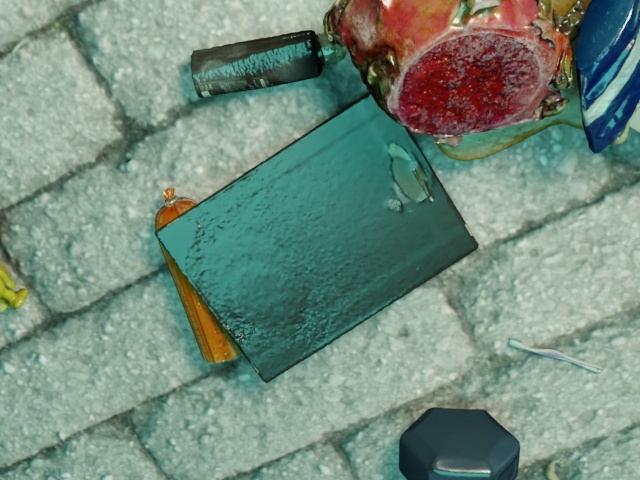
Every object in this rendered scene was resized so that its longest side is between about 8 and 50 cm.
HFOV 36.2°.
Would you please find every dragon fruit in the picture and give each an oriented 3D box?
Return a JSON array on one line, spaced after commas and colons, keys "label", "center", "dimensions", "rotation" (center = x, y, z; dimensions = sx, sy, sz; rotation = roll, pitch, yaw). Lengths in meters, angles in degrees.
[{"label": "dragon fruit", "center": [0.148, -0.194, 0.968], "dimensions": [0.282, 0.147, 0.211], "rotation": [0, 133, -9]}]

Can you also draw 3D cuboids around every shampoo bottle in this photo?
[{"label": "shampoo bottle", "center": [-0.043, -0.204, 1.118], "dimensions": [0.207, 0.057, 0.064], "rotation": [-8, 113, 10]}]

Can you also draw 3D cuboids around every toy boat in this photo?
[{"label": "toy boat", "center": [0.373, -0.199, 1.017], "dimensions": [0.291, 0.070, 0.210], "rotation": [-8, 114, -31]}]

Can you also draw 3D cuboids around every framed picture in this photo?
[{"label": "framed picture", "center": [0.000, 0.000, 1.194], "dimensions": [0.323, 0.013, 0.244], "rotation": [-33, 109, 4]}]

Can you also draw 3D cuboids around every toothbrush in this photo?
[{"label": "toothbrush", "center": [0.306, 0.150, 1.274], "dimensions": [0.131, 0.013, 0.011], "rotation": [18, 125, -4]}]

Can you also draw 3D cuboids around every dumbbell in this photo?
[{"label": "dumbbell", "center": [0.180, 0.388, 1.325], "dimensions": [0.144, 0.160, 0.325], "rotation": [-10, 116, -21]}]

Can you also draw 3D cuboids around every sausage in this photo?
[{"label": "sausage", "center": [-0.153, 0.040, 1.236], "dimensions": [0.071, 0.071, 0.234], "rotation": [-12, 112, 11]}]

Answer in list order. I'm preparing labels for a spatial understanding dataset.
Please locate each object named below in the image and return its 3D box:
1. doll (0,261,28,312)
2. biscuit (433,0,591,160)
[{"label": "doll", "center": [-0.465, 0.021, 1.253], "dimensions": [0.145, 0.096, 0.188], "rotation": [5, 142, 19]}, {"label": "biscuit", "center": [0.208, -0.223, 1.085], "dimensions": [0.343, 0.057, 0.288], "rotation": [14, 115, -2]}]
